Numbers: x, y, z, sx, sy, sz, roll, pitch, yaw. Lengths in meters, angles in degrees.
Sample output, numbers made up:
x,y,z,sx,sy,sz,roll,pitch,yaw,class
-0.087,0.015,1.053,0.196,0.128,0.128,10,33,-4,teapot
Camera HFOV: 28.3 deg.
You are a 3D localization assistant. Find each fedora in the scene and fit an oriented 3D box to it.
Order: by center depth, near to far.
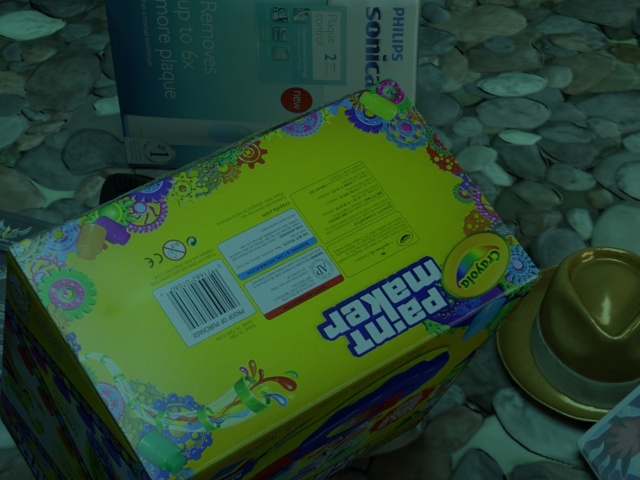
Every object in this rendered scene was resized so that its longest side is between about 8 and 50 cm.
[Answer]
x,y,z,sx,sy,sz,roll,pitch,yaw,class
0.241,0.065,1.072,0.194,0.079,0.194,-1,42,1,fedora

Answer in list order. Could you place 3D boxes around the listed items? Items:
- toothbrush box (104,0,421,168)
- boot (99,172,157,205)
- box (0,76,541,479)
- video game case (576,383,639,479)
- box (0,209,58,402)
x,y,z,sx,sy,sz,roll,pitch,yaw,class
-0.049,-0.185,1.262,0.296,0.216,0.126,3,42,3,toothbrush box
-0.086,-0.020,1.130,0.137,0.077,0.198,2,17,-44,boot
-0.051,0.077,0.882,0.290,0.279,0.177,-27,72,-26,box
0.303,0.150,0.918,0.201,0.023,0.183,-46,42,16,video game case
-0.242,0.066,1.098,0.231,0.056,0.183,13,42,16,box
